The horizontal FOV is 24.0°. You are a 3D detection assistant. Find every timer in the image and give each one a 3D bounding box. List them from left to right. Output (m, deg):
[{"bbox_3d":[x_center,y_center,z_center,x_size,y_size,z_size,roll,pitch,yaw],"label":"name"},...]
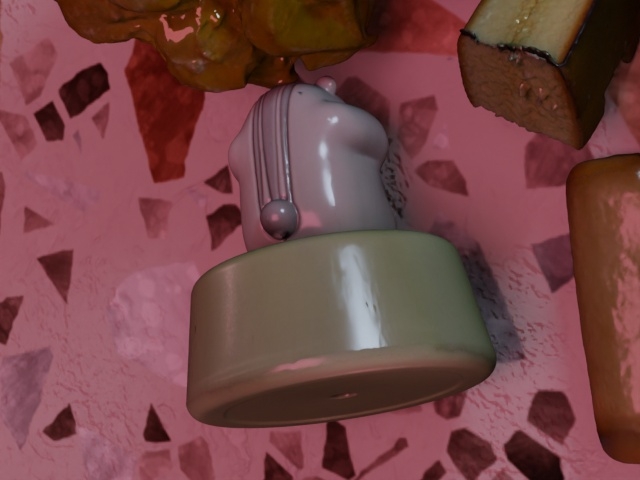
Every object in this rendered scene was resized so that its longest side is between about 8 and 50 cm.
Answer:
[{"bbox_3d":[0.000,0.000,1.436,0.291,0.291,0.315,-18,71,31],"label":"timer"}]

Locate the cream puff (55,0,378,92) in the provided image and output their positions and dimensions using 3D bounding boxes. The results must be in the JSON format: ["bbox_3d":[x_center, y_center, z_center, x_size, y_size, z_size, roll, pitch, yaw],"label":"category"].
[{"bbox_3d":[-0.090,-0.269,1.458,0.324,0.291,0.257,-27,112,16],"label":"cream puff"}]

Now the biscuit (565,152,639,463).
[{"bbox_3d":[0.341,0.057,1.341,0.237,0.062,0.290,-5,92,31],"label":"biscuit"}]

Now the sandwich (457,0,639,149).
[{"bbox_3d":[0.223,-0.214,1.344,0.122,0.128,0.235,20,63,26],"label":"sandwich"}]
